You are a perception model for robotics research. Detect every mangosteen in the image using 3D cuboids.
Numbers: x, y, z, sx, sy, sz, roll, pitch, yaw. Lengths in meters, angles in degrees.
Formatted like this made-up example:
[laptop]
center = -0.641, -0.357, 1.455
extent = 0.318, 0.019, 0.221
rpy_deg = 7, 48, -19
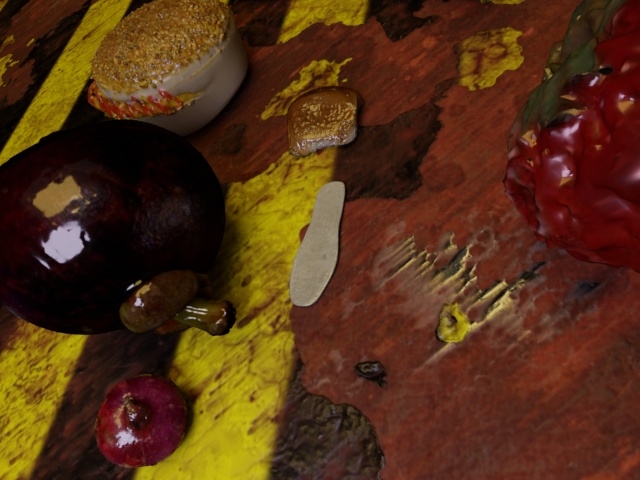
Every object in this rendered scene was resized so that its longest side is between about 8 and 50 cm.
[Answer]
[mangosteen]
center = -0.259, -0.004, 0.625
extent = 0.297, 0.293, 0.297
rpy_deg = -21, 23, 9

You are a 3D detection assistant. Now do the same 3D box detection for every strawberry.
[strawberry]
center = 0.360, -0.088, 0.410
extent = 0.345, 0.295, 0.317
rpy_deg = 29, 54, 2

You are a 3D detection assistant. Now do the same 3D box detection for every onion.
[onion]
center = -0.211, 0.210, 0.574
extent = 0.107, 0.097, 0.107
rpy_deg = 0, 61, 1

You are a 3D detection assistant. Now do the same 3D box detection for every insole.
[insole]
center = 0.000, 0.000, 0.656
extent = 0.063, 0.010, 0.192
rpy_deg = 0, 61, 25

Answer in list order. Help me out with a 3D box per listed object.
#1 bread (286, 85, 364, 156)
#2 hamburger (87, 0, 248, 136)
[bread]
center = 0.002, -0.193, 0.756
extent = 0.129, 0.044, 0.126
rpy_deg = -7, 59, 18
[hamburger]
center = -0.275, -0.329, 0.884
extent = 0.276, 0.179, 0.294
rpy_deg = 16, 68, 33
